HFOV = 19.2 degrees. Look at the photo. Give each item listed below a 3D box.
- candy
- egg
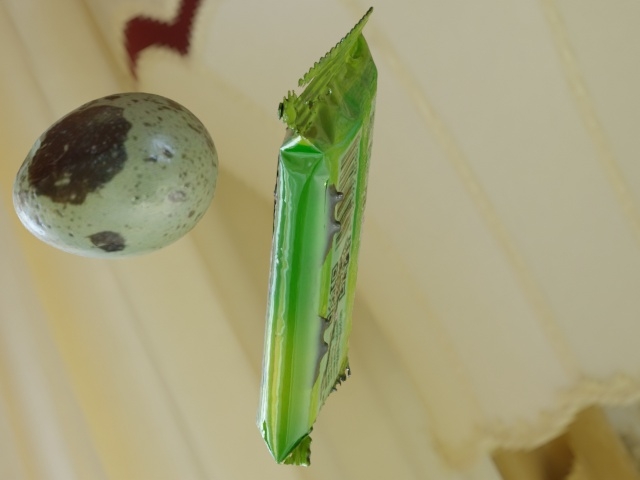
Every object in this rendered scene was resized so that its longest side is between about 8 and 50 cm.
[{"bbox_3d":[-0.001,0.000,0.805,0.032,0.178,0.102,10,-147,9],"label":"candy"},{"bbox_3d":[-0.105,-0.033,0.976,0.110,0.085,0.085,-11,166,-25],"label":"egg"}]
